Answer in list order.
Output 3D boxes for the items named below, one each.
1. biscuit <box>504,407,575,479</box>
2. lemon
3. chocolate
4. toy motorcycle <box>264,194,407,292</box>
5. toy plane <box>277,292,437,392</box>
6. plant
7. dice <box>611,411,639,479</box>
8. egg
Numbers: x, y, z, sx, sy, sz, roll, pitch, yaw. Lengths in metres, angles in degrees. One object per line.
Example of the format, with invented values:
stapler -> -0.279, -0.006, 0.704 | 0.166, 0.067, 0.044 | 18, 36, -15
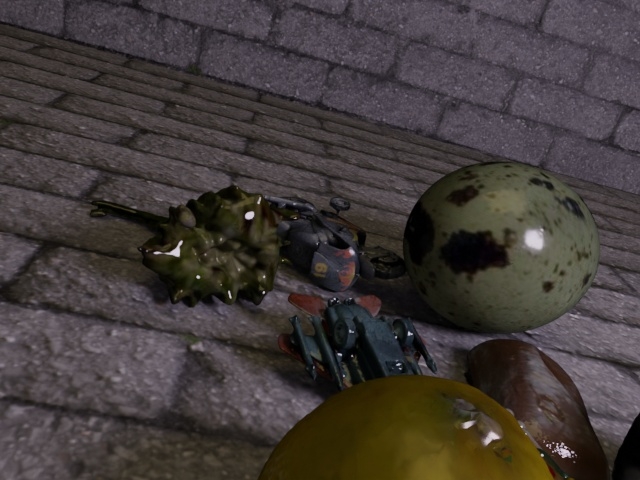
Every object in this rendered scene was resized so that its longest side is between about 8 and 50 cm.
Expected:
biscuit -> 0.242, 0.261, 0.548 | 0.197, 0.049, 0.301 | 50, 0, -39
lemon -> 0.070, 0.216, 0.443 | 0.241, 0.219, 0.240 | 18, 22, -8
chocolate -> 0.289, 0.211, 0.768 | 0.161, 0.083, 0.261 | 18, 23, -2
toy motorcycle -> 0.000, 0.000, 1.014 | 0.307, 0.108, 0.173 | 29, 32, 31
toy plane -> 0.076, 0.168, 0.692 | 0.223, 0.104, 0.326 | 4, 27, -28
plant -> -0.192, -0.036, 0.899 | 0.251, 0.180, 0.333 | 12, 18, -38
dice -> 0.450, 0.275, 0.614 | 0.182, 0.183, 0.182 | 12, 23, -8
egg -> 0.310, 0.011, 0.964 | 0.379, 0.287, 0.287 | -5, 32, -34
